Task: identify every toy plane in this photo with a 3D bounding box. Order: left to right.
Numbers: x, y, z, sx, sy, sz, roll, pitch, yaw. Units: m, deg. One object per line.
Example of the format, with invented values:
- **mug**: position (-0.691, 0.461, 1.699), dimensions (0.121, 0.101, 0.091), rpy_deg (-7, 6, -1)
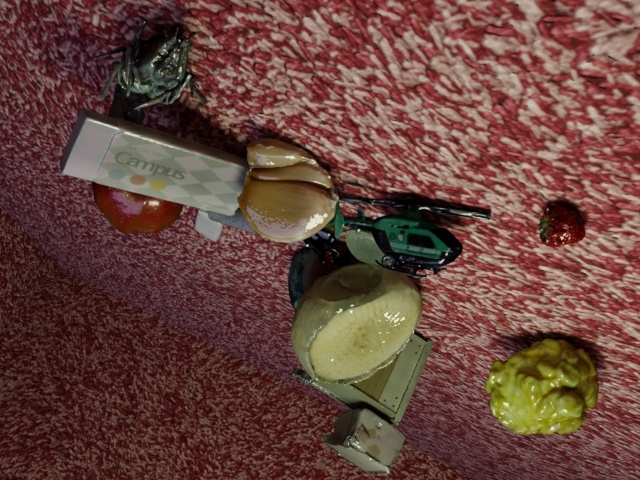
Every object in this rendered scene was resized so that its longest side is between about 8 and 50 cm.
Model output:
- **toy plane**: position (0.155, -0.021, 1.073), dimensions (0.382, 0.155, 0.106), rpy_deg (13, -168, 34)

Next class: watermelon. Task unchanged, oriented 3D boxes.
- **watermelon**: position (0.001, 0.162, 1.541), dimensions (0.226, 0.148, 0.318), rpy_deg (10, 150, 20)

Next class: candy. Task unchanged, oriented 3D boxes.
- **candy**: position (0.129, 0.596, 1.513), dimensions (0.185, 0.137, 0.195), rpy_deg (34, 151, -6)

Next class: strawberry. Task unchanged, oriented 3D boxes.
- **strawberry**: position (0.424, -0.022, 0.881), dimensions (0.083, 0.073, 0.073), rpy_deg (5, 153, -6)

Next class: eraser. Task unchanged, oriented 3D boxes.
- **eraser**: position (-0.350, -0.163, 1.139), dimensions (0.397, 0.082, 0.213), rpy_deg (13, 138, -35)

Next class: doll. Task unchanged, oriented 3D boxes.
- **doll**: position (0.000, -0.003, 1.317), dimensions (0.127, 0.088, 0.248), rpy_deg (-10, 147, 23)

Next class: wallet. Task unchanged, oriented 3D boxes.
- **wallet**: position (-0.358, -0.053, 1.626), dimensions (0.095, 0.033, 0.190), rpy_deg (31, 154, -7)

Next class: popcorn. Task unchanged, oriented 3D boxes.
- **popcorn**: position (0.559, 0.362, 1.236), dimensions (0.235, 0.242, 0.250), rpy_deg (56, 143, 4)

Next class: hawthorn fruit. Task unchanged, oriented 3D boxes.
- **hawthorn fruit**: position (-0.468, -0.143, 1.332), dimensions (0.254, 0.254, 0.300), rpy_deg (39, 161, -19)

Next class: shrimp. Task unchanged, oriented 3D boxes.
- **shrimp**: position (-0.353, -0.324, 1.032), dimensions (0.221, 0.166, 0.410), rpy_deg (14, 179, -33)

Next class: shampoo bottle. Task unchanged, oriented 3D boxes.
- **shampoo bottle**: position (-0.218, -0.062, 1.436), dimensions (0.214, 0.072, 0.072), rpy_deg (17, 151, 24)

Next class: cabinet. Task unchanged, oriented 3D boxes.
- **cabinet**: position (0.129, 0.379, 1.614), dimensions (0.318, 0.290, 0.227), rpy_deg (33, 153, -6)

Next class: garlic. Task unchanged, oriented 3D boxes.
- **garlic**: position (-0.068, -0.102, 1.127), dimensions (0.228, 0.217, 0.110), rpy_deg (20, -164, 9)

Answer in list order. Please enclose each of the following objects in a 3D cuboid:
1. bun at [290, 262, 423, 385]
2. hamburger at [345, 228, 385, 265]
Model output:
- **bun**: position (0.082, 0.201, 1.347), dimensions (0.202, 0.364, 0.364), rpy_deg (54, 177, 45)
- **hamburger**: position (0.130, 0.008, 1.222), dimensions (0.140, 0.062, 0.133), rpy_deg (16, 147, 29)
